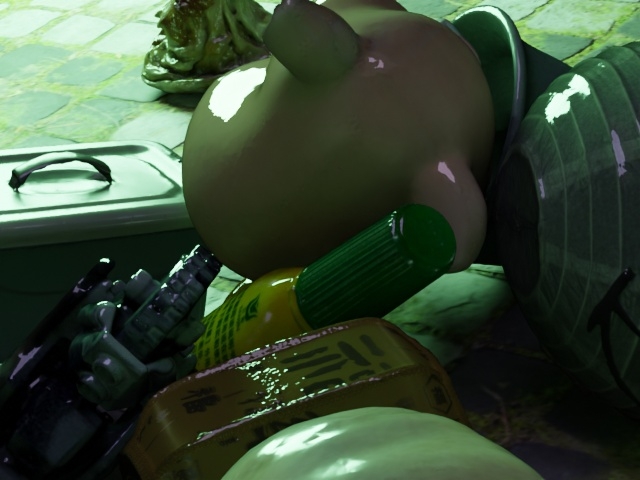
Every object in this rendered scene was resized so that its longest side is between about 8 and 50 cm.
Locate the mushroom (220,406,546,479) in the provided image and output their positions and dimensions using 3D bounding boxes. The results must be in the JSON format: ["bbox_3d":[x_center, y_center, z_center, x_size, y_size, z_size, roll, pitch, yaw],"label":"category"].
[{"bbox_3d":[0.032,0.209,0.872,0.234,0.254,0.260,23,-15,-33],"label":"mushroom"}]

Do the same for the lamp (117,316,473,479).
[{"bbox_3d":[-0.010,0.135,1.057,0.185,0.161,0.161,-21,29,-15],"label":"lamp"}]

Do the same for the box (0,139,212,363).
[{"bbox_3d":[-0.187,-0.001,1.358,0.227,0.130,0.162,-8,24,-27],"label":"box"}]

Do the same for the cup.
[{"bbox_3d":[0.154,-0.055,1.366,0.150,0.199,0.199,14,20,-22],"label":"cup"}]

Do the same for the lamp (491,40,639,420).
[{"bbox_3d":[0.228,-0.004,1.162,0.233,0.233,0.265,-12,23,-4],"label":"lamp"}]

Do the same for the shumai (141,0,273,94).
[{"bbox_3d":[-0.099,-0.202,1.758,0.145,0.116,0.145,-8,26,4],"label":"shumai"}]

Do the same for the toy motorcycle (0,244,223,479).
[{"bbox_3d":[-0.147,0.095,1.148,0.159,0.106,0.270,-50,4,-30],"label":"toy motorcycle"}]

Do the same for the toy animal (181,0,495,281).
[{"bbox_3d":[0.025,-0.066,1.263,0.213,0.195,0.256,-42,4,-39],"label":"toy animal"}]

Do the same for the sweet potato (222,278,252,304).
[{"bbox_3d":[0.000,-0.001,1.416,0.057,0.057,0.264,7,33,29],"label":"sweet potato"}]

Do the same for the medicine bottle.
[{"bbox_3d":[-0.010,0.048,1.168,0.260,0.064,0.095,-36,36,48],"label":"medicine bottle"}]
